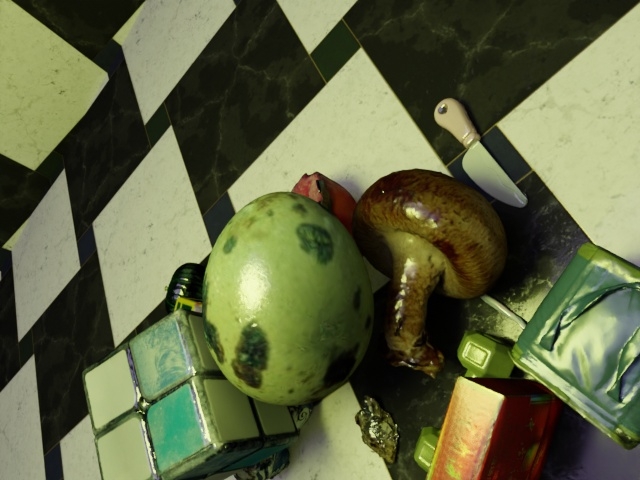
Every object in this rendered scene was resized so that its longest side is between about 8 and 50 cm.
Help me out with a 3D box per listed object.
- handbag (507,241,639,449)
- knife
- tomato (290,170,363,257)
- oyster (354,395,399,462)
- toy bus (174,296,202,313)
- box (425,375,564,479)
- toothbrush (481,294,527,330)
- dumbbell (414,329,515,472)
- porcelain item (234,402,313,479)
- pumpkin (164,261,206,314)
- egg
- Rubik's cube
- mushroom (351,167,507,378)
[{"bbox_3d":[0.490,0.166,0.867,0.263,0.222,0.241,41,106,36],"label":"handbag"},{"bbox_3d":[0.354,-0.196,1.204,0.081,0.043,0.336,-43,56,31],"label":"knife"},{"bbox_3d":[0.003,-0.004,1.371,0.290,0.176,0.334,-25,62,57],"label":"tomato"},{"bbox_3d":[0.129,0.445,1.219,0.148,0.051,0.103,44,115,28],"label":"oyster"},{"bbox_3d":[-0.342,0.400,1.528,0.249,0.209,0.440,9,85,41],"label":"toy bus"},{"bbox_3d":[0.314,0.344,0.908,0.089,0.313,0.197,16,89,42],"label":"box"},{"bbox_3d":[0.398,0.163,1.081,0.027,0.021,0.269,-52,50,1],"label":"toothbrush"},{"bbox_3d":[0.292,0.333,1.068,0.121,0.108,0.302,28,97,42],"label":"dumbbell"},{"bbox_3d":[-0.110,0.489,1.343,0.138,0.186,0.288,24,82,40],"label":"porcelain item"},{"bbox_3d":[-0.429,0.166,1.687,0.202,0.140,0.202,-163,90,-83],"label":"pumpkin"},{"bbox_3d":[-0.064,0.116,1.050,0.345,0.345,0.428,17,114,42],"label":"egg"},{"bbox_3d":[-0.287,0.370,1.176,0.318,0.316,0.313,-33,63,15],"label":"Rubik's cube"},{"bbox_3d":[0.187,0.035,1.102,0.356,0.334,0.331,-40,39,-7],"label":"mushroom"}]
